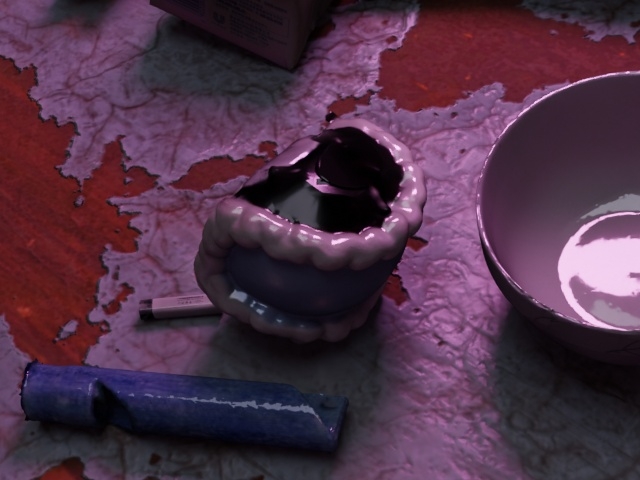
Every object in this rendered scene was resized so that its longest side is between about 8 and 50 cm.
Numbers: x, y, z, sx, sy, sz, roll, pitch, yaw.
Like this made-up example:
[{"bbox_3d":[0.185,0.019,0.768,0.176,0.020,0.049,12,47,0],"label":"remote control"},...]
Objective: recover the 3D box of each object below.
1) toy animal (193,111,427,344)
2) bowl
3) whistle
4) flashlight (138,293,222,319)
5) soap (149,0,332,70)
[{"bbox_3d":[0.000,0.000,1.238,0.156,0.204,0.208,41,51,16],"label":"toy animal"},{"bbox_3d":[0.287,-0.002,1.207,0.286,0.144,0.287,-5,53,7],"label":"bowl"},{"bbox_3d":[-0.127,0.152,1.229,0.304,0.062,0.062,4,55,14],"label":"whistle"},{"bbox_3d":[-0.139,0.066,1.320,0.083,0.018,0.018,-6,53,7],"label":"flashlight"},{"bbox_3d":[-0.070,-0.327,1.497,0.199,0.138,0.182,26,61,10],"label":"soap"}]
